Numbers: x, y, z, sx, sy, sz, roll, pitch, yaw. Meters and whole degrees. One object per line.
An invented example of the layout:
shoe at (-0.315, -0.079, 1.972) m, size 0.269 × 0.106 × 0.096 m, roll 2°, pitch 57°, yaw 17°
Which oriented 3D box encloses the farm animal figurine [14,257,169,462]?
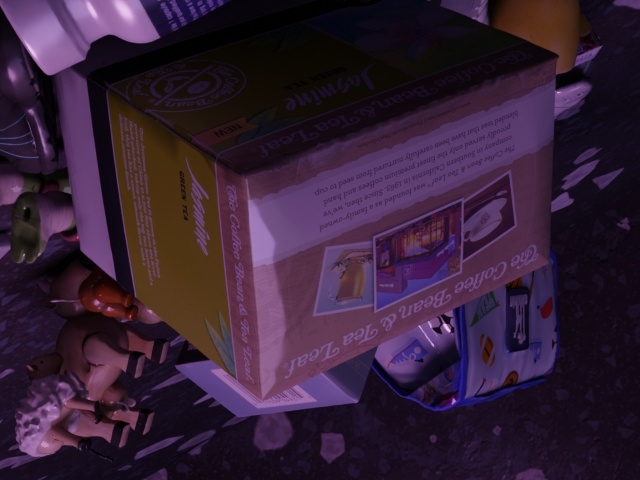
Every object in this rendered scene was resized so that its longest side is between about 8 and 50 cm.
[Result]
farm animal figurine at (-0.274, 0.111, 1.790) m, size 0.330 × 0.172 × 0.327 m, roll 27°, pitch 82°, yaw -73°

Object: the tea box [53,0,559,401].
tea box at (-0.015, -0.073, 1.253) m, size 0.329 × 0.323 × 0.220 m, roll -23°, pitch 127°, yaw -30°

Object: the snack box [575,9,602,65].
snack box at (0.264, -0.249, 1.737) m, size 0.141 × 0.100 × 0.037 m, roll -24°, pitch 165°, yaw -18°

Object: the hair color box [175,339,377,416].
hair color box at (0.000, 0.000, 1.537) m, size 0.185 × 0.113 × 0.375 m, roll -13°, pitch -136°, yaw 43°

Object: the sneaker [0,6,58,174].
sneaker at (-0.283, -0.129, 1.194) m, size 0.106 × 0.101 × 0.267 m, roll -7°, pitch 161°, yaw -5°

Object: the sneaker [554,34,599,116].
sneaker at (0.211, -0.184, 1.806) m, size 0.365 × 0.137 × 0.210 m, roll -21°, pitch 164°, yaw -45°

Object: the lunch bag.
lunch bag at (0.171, 0.049, 2.006) m, size 0.239 × 0.386 × 0.327 m, roll -37°, pitch 162°, yaw 30°

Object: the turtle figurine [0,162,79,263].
turtle figurine at (-0.231, -0.004, 1.463) m, size 0.266 × 0.198 × 0.274 m, roll -5°, pitch 149°, yaw -46°

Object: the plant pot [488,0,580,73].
plant pot at (0.249, -0.268, 1.635) m, size 0.134 × 0.134 × 0.095 m, roll -16°, pitch 135°, yaw -41°

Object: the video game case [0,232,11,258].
video game case at (-0.476, 0.060, 1.555) m, size 0.193 × 0.023 × 0.212 m, roll -40°, pitch 163°, yaw 35°

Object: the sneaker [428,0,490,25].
sneaker at (0.115, -0.250, 1.528) m, size 0.132 × 0.086 × 0.229 m, roll -22°, pitch 154°, yaw -9°

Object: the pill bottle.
pill bottle at (-0.108, -0.233, 0.999) m, size 0.264 × 0.153 × 0.153 m, roll -29°, pitch 165°, yaw -2°
